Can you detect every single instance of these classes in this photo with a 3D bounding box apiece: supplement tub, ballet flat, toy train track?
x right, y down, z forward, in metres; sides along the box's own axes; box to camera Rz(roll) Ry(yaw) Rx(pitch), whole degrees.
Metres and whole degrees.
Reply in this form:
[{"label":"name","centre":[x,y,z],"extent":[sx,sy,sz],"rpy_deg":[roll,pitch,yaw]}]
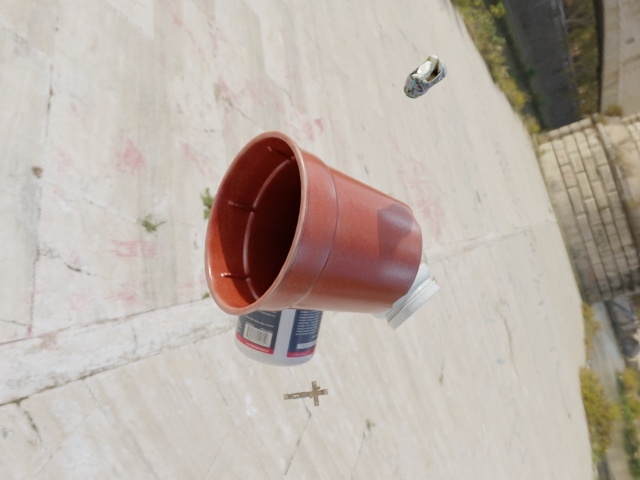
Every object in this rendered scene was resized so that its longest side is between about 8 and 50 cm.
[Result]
[{"label":"supplement tub","centre":[0.120,0.061,1.128],"extent":[0.200,0.144,0.144],"rpy_deg":[48,21,12]},{"label":"supplement tub","centre":[-0.081,0.125,1.300],"extent":[0.191,0.191,0.272],"rpy_deg":[-13,118,-66]},{"label":"ballet flat","centre":[0.157,-0.243,0.833],"extent":[0.114,0.041,0.041],"rpy_deg":[-48,119,-40]},{"label":"toy train track","centre":[-0.027,0.284,1.074],"extent":[0.014,0.083,0.048],"rpy_deg":[91,-9,-57]}]

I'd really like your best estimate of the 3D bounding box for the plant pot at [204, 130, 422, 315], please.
[{"label":"plant pot","centre":[0.000,0.000,0.911],"extent":[0.265,0.272,0.273],"rpy_deg":[15,57,-35]}]
